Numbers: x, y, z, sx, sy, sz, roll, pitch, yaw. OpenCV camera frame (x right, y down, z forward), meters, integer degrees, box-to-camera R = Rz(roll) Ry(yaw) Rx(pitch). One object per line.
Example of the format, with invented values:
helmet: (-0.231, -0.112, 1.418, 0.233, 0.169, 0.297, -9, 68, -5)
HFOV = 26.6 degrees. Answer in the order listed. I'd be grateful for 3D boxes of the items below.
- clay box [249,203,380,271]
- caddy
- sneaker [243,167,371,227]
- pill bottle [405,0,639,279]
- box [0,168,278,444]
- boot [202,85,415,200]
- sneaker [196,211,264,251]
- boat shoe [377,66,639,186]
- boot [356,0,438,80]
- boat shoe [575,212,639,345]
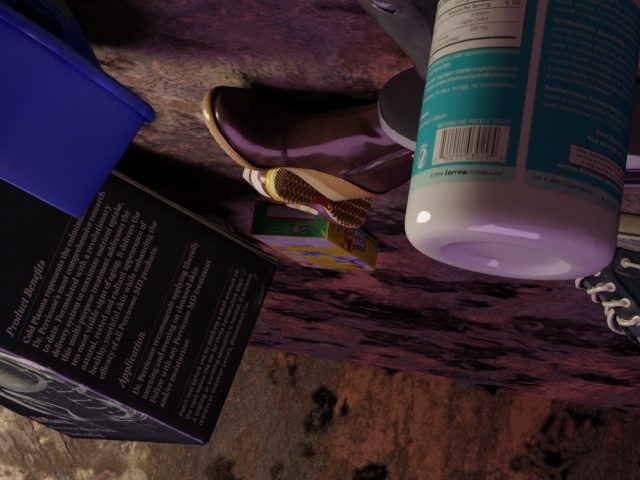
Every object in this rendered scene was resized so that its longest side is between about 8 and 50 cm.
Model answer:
clay box: (0.000, 0.000, 2.046, 0.127, 0.053, 0.222, 3, 167, 25)
caddy: (-0.302, -0.164, 1.269, 0.241, 0.179, 0.341, 30, 177, 26)
sneaker: (-0.014, -0.068, 1.753, 0.185, 0.069, 0.084, 23, 177, -43)
pill bottle: (0.148, -0.113, 0.950, 0.146, 0.264, 0.146, 10, 168, 2)
box: (-0.405, 0.070, 1.925, 0.472, 0.297, 0.480, 31, 159, -26)
boot: (0.021, -0.129, 1.460, 0.207, 0.090, 0.248, -22, 143, 39)
sneaker: (-0.151, 0.014, 2.184, 0.161, 0.102, 0.282, -7, 169, -22)
boat shoe: (0.207, -0.102, 1.311, 0.306, 0.113, 0.105, 0, 153, -1)
boot: (0.034, -0.211, 1.078, 0.161, 0.083, 0.246, 15, 166, 15)
boat shoe: (0.383, 0.053, 1.761, 0.340, 0.158, 0.127, 6, 167, 11)
